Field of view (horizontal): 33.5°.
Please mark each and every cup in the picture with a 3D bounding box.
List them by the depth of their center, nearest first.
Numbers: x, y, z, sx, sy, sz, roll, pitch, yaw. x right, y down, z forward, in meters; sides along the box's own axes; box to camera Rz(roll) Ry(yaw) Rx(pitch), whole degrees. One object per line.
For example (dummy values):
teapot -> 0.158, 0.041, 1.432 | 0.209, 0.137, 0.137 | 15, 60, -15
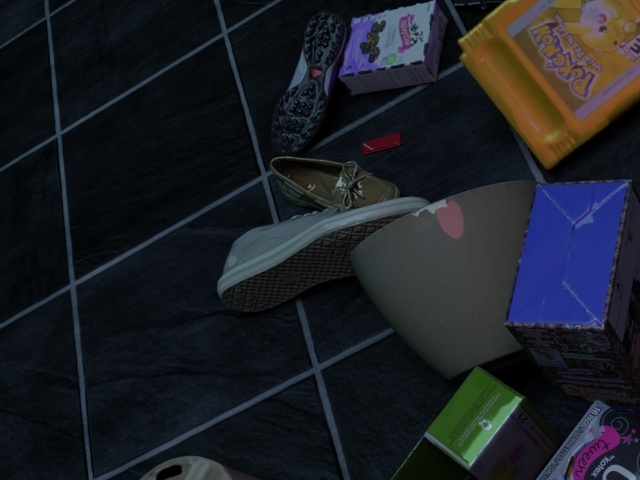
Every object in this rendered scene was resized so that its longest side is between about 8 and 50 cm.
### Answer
cup -> 0.238, 0.082, 1.664 | 0.331, 0.331, 0.237 | -24, 73, 17

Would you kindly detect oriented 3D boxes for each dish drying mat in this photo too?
dish drying mat -> 0.121, -0.192, 2.107 | 0.083, 0.008, 0.032 | -14, 52, 25

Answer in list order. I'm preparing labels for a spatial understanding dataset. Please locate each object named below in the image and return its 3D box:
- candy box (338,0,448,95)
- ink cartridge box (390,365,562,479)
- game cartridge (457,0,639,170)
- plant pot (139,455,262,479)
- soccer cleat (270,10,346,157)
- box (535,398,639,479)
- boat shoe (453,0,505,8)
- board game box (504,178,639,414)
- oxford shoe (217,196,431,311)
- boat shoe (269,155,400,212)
candy box -> 0.150, -0.394, 2.185 | 0.196, 0.070, 0.164 | -6, 57, 30
ink cartridge box -> 0.217, 0.339, 1.553 | 0.097, 0.189, 0.255 | 32, 81, 41
game cartridge -> 0.436, -0.328, 1.840 | 0.324, 0.053, 0.285 | -39, 84, 12
plant pot -> -0.139, 0.480, 1.602 | 0.334, 0.305, 0.333 | -17, 52, 22
soccer cleat -> -0.016, -0.318, 2.237 | 0.109, 0.116, 0.318 | 16, 85, 10
box -> 0.378, 0.373, 1.439 | 0.247, 0.163, 0.142 | -51, 45, -7
boat shoe -> 0.324, -0.489, 2.162 | 0.125, 0.038, 0.046 | 12, 25, 32
board game box -> 0.402, 0.087, 1.535 | 0.141, 0.291, 0.232 | 0, 59, 34
oxford shoe -> 0.000, 0.000, 1.951 | 0.449, 0.169, 0.130 | -22, 48, 25
boat shoe -> 0.021, -0.103, 2.053 | 0.285, 0.089, 0.104 | 10, 65, 37
